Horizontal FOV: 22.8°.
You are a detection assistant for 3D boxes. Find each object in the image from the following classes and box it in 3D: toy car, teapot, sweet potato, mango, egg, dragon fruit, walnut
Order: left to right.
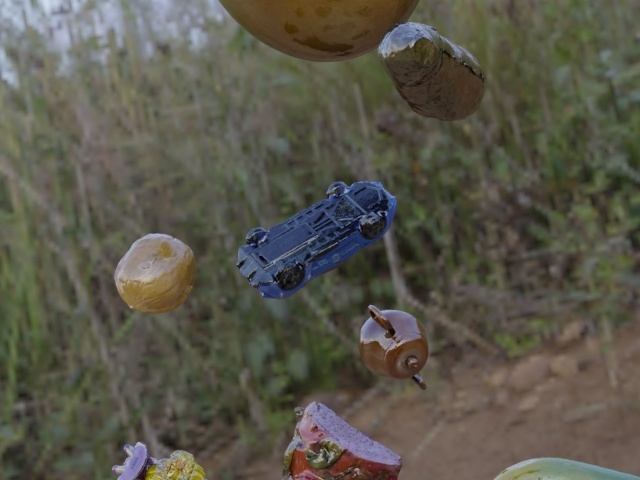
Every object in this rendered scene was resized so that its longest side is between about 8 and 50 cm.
[{"bbox_3d":[-0.188,0.031,1.867,0.091,0.121,0.052,28,-47,-2],"label":"walnut"},{"bbox_3d":[-0.011,-0.371,1.896,0.283,0.351,0.282,-13,-38,-11],"label":"egg"},{"bbox_3d":[0.000,0.000,1.972,0.216,0.103,0.063,-29,-49,-14],"label":"toy car"},{"bbox_3d":[0.005,0.254,1.775,0.147,0.102,0.096,22,20,27],"label":"dragon fruit"},{"bbox_3d":[0.120,0.167,2.479,0.116,0.116,0.173,-15,-52,20],"label":"teapot"},{"bbox_3d":[0.094,-0.154,1.402,0.075,0.075,0.273,-14,-8,14],"label":"sweet potato"},{"bbox_3d":[0.331,0.351,2.076,0.238,0.091,0.137,14,-48,-10],"label":"mango"}]

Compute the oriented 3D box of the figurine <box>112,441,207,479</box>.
[{"bbox_3d":[-0.197,0.342,2.207,0.156,0.094,0.115,39,-9,-34],"label":"figurine"}]
